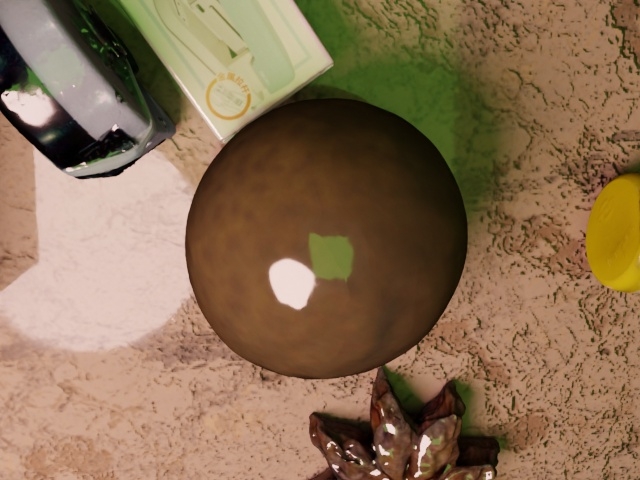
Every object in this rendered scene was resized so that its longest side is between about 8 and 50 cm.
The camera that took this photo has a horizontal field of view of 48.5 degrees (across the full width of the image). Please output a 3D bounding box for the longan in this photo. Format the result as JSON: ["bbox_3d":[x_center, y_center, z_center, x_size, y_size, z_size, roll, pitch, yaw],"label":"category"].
[{"bbox_3d":[0.000,0.000,0.635,0.258,0.258,0.258,-1,105,-5],"label":"longan"}]

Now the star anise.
[{"bbox_3d":[0.095,0.271,0.783,0.223,0.109,0.236,-37,103,1],"label":"star anise"}]

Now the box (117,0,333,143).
[{"bbox_3d":[-0.116,-0.232,0.637,0.135,0.079,0.269,-34,106,4],"label":"box"}]

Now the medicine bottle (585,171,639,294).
[{"bbox_3d":[0.396,0.003,0.725,0.213,0.122,0.121,8,104,-7],"label":"medicine bottle"}]

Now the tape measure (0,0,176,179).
[{"bbox_3d":[-0.211,-0.139,0.602,0.107,0.181,0.182,-35,104,1],"label":"tape measure"}]
